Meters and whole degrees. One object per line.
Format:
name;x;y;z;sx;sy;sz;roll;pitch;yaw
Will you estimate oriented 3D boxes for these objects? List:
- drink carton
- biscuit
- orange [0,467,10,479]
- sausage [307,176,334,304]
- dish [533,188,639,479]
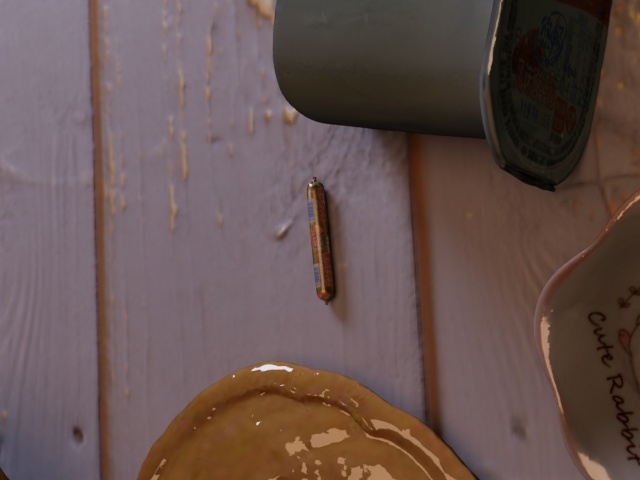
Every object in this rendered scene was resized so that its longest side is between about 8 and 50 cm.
drink carton;0.078;-0.141;0.851;0.190;0.185;0.191;8;89;27
biscuit;-0.013;0.294;0.900;0.365;0.062;0.385;-46;69;13
orange;-0.356;0.298;0.920;0.322;0.322;0.357;-13;90;22
sausage;0.000;0.000;0.955;0.015;0.015;0.100;-9;80;22
dish;0.254;0.072;0.790;0.229;0.081;0.229;3;96;30
